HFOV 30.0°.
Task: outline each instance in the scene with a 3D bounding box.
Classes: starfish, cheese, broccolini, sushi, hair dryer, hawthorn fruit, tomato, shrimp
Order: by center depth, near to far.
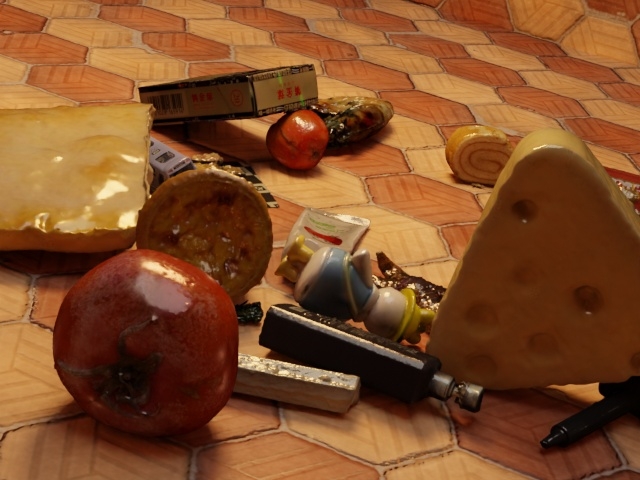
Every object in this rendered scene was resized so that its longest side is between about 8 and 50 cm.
[{"bbox_3d":[-0.206,0.117,1.442,0.232,0.232,0.188,12,21,3],"label":"tomato"},{"bbox_3d":[0.396,0.246,1.627,0.255,0.070,0.128,-21,40,-38],"label":"hair dryer"},{"bbox_3d":[0.303,0.078,1.651,0.384,0.384,0.104,13,23,3],"label":"cheese"},{"bbox_3d":[-0.148,0.111,1.719,0.140,0.030,0.035,-5,65,-23],"label":"broccolini"},{"bbox_3d":[0.149,0.087,1.852,0.238,0.071,0.216,1,30,1],"label":"starfish"},{"bbox_3d":[-0.186,-0.122,2.180,0.193,0.040,0.210,-1,27,-25],"label":"sushi"},{"bbox_3d":[-0.041,-0.196,2.313,0.128,0.128,0.128,9,24,-4],"label":"hawthorn fruit"},{"bbox_3d":[0.020,-0.261,2.556,0.233,0.071,0.365,11,23,22],"label":"shrimp"}]

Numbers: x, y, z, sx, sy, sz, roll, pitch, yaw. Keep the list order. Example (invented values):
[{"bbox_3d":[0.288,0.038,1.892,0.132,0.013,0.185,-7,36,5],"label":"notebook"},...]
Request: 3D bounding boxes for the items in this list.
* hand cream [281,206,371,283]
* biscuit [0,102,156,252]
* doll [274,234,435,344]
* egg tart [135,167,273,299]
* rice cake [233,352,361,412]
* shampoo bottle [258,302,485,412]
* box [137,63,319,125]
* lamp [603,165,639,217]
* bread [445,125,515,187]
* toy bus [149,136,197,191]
[{"bbox_3d":[0.000,0.000,1.986,0.121,0.076,0.336,16,18,7],"label":"hand cream"},{"bbox_3d":[-0.460,-0.096,1.896,0.446,0.104,0.429,-4,34,-13],"label":"biscuit"},{"bbox_3d":[0.052,0.083,1.728,0.241,0.135,0.099,27,-3,-11],"label":"doll"},{"bbox_3d":[-0.171,-0.007,1.762,0.202,0.202,0.147,8,2,-7],"label":"egg tart"},{"bbox_3d":[-0.072,0.180,1.564,0.256,0.052,0.057,11,-5,0],"label":"rice cake"},{"bbox_3d":[0.074,0.162,1.624,0.309,0.071,0.098,18,3,18],"label":"shampoo bottle"},{"bbox_3d":[-0.184,-0.286,2.356,0.310,0.084,0.198,1,13,39],"label":"box"},{"bbox_3d":[0.501,-0.057,2.195,0.274,0.177,0.177,18,25,9],"label":"lamp"},{"bbox_3d":[0.329,-0.172,2.415,0.149,0.122,0.073,6,28,-10],"label":"bread"},{"bbox_3d":[-0.270,-0.120,2.078,0.167,0.076,0.073,29,51,35],"label":"toy bus"}]
